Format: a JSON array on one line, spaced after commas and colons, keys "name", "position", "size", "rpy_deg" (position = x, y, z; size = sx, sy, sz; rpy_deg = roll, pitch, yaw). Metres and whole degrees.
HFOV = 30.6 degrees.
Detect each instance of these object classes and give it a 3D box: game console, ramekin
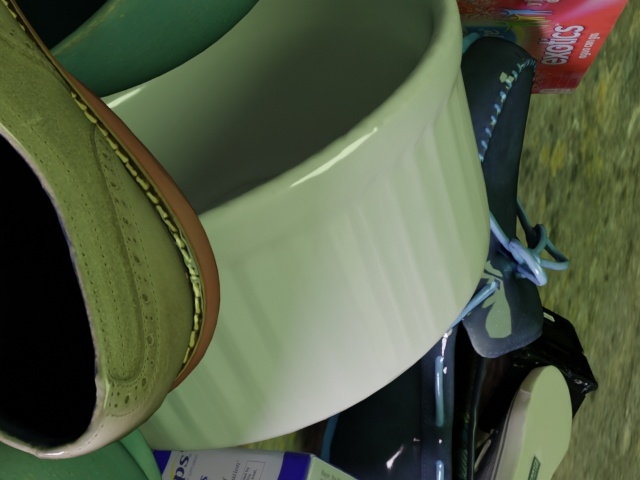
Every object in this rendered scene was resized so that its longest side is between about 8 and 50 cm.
[{"name": "game console", "position": [0.181, 0.115, 1.024], "size": [0.122, 0.071, 0.107], "rpy_deg": [26, 39, -44]}, {"name": "ramekin", "position": [-0.046, -0.022, 0.602], "size": [0.277, 0.277, 0.135], "rpy_deg": [-50, 129, -37]}]

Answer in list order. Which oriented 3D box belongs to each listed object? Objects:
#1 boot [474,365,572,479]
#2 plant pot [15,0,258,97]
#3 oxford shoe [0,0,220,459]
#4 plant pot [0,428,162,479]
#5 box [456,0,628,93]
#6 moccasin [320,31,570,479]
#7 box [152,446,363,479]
[{"name": "boot", "position": [0.137, 0.175, 0.925], "size": [0.069, 0.086, 0.190], "rpy_deg": [57, 40, -22]}, {"name": "plant pot", "position": [-0.114, -0.191, 0.552], "size": [0.195, 0.290, 0.290], "rpy_deg": [8, 81, -65]}, {"name": "oxford shoe", "position": [-0.164, -0.074, 0.362], "size": [0.348, 0.130, 0.123], "rpy_deg": [44, 95, -5]}, {"name": "plant pot", "position": [-0.170, 0.157, 0.470], "size": [0.196, 0.293, 0.293], "rpy_deg": [-70, 139, -62]}, {"name": "box", "position": [0.117, -0.202, 0.773], "size": [0.300, 0.142, 0.154], "rpy_deg": [48, 42, -83]}, {"name": "moccasin", "position": [0.099, 0.037, 0.773], "size": [0.137, 0.116, 0.342], "rpy_deg": [-30, 137, -53]}, {"name": "box", "position": [-0.025, 0.176, 0.700], "size": [0.126, 0.137, 0.072], "rpy_deg": [36, 60, -40]}]
